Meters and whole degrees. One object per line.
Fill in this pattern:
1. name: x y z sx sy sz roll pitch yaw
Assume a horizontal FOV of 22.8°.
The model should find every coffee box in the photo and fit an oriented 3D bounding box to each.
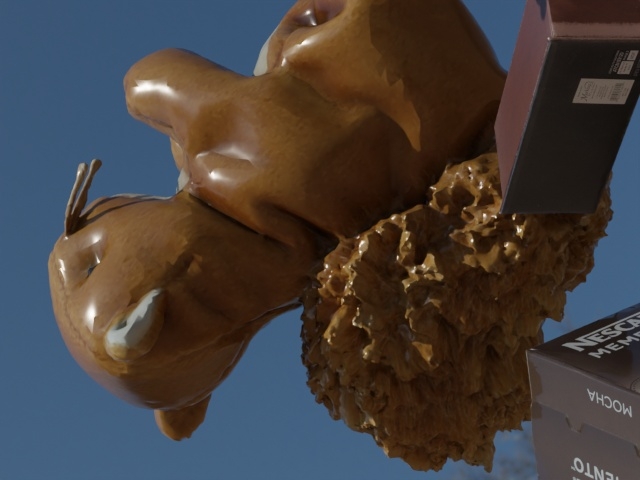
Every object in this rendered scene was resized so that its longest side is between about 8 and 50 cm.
1. coffee box: 0.308 0.100 1.076 0.297 0.168 0.119 -19 -69 -27

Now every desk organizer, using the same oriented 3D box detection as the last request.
1. desk organizer: 0.110 -0.067 0.705 0.047 0.050 0.130 0 -32 -4

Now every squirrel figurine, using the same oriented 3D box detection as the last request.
1. squirrel figurine: 0.000 0.000 1.180 0.370 0.397 0.281 -47 -19 -18
